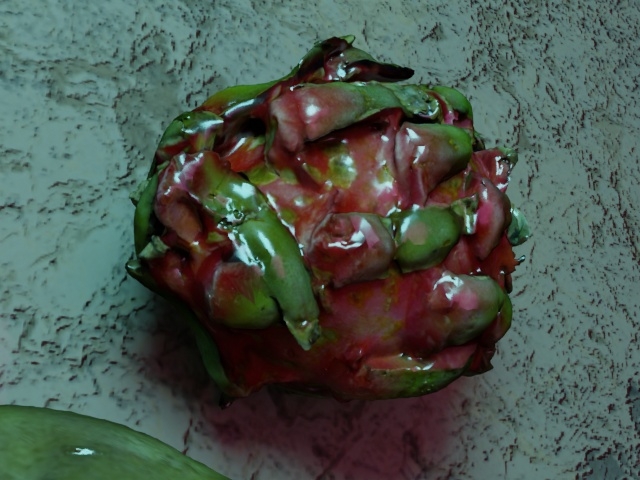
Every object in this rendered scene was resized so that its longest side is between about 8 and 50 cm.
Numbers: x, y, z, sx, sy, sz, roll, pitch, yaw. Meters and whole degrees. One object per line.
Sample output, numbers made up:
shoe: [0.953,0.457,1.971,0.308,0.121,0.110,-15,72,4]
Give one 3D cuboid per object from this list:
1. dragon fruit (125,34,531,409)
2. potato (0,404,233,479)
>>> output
dragon fruit: [0.008,-0.005,0.777,0.302,0.237,0.231,21,58,-34]
potato: [-0.173,0.191,0.597,0.237,0.289,0.301,43,90,9]
